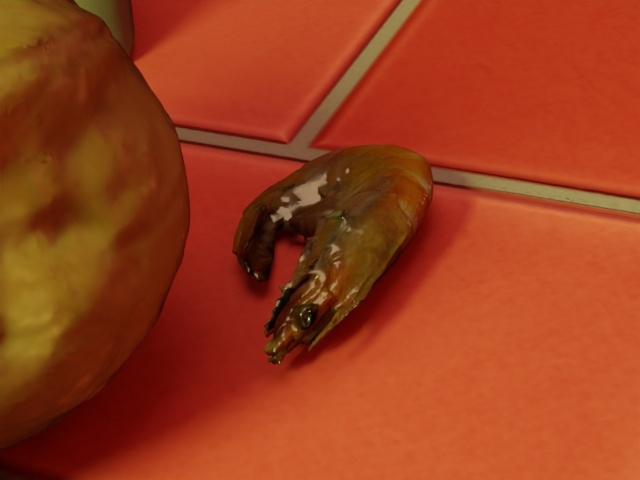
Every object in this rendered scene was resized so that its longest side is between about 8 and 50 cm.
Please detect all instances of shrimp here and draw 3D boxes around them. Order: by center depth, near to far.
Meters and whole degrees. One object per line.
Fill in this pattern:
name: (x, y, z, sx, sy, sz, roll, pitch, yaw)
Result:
shrimp: (0.000, 0.000, 1.222, 0.150, 0.068, 0.249, -8, 30, 22)

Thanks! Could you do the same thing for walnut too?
walnut: (-0.282, -0.026, 1.085, 0.383, 0.384, 0.384, -5, 37, 4)

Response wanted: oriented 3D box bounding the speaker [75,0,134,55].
speaker: (-0.371, -0.233, 1.498, 0.406, 0.184, 0.183, -10, 36, -2)
